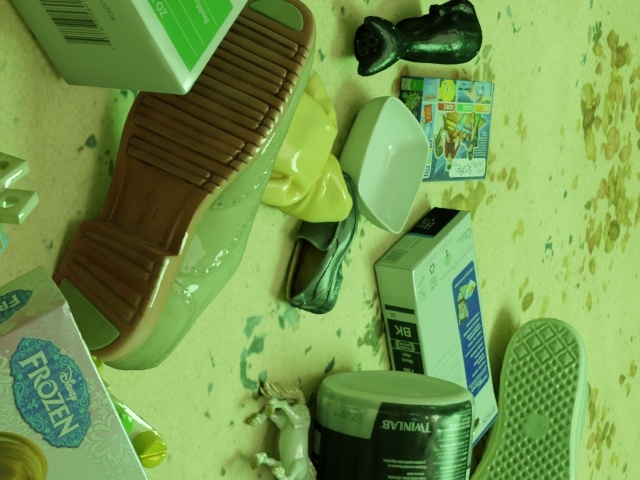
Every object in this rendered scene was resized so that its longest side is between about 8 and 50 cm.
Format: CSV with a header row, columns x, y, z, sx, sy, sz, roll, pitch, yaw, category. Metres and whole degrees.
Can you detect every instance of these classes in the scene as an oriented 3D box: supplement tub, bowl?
x,y,z,sx,sy,sz,roll,pitch,yaw,category
0.079,0.326,1.916,0.193,0.193,0.316,-5,102,-58,supplement tub
0.070,-0.094,1.930,0.142,0.053,0.142,46,60,-53,bowl

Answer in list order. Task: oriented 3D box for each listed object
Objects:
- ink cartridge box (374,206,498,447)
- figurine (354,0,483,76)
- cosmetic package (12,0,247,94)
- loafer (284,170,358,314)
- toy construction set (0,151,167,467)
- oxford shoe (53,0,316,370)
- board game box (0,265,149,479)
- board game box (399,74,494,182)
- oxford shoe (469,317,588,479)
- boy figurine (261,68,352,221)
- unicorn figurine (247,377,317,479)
x,y,z,sx,sy,sz,roll,pitch,yaw,category
0.159,0.138,2.120,0.165,0.065,0.333,-42,130,-46,ink cartridge box
0.107,-0.309,1.912,0.209,0.092,0.215,-19,112,-51,figurine
-0.133,-0.330,1.451,0.365,0.155,0.197,-61,140,-28,cosmetic package
0.000,0.000,1.836,0.061,0.062,0.170,13,85,-54,loafer
-0.268,0.098,1.341,0.215,0.151,0.328,-29,116,-23,toy construction set
-0.118,-0.054,1.540,0.397,0.140,0.146,-57,153,-1,oxford shoe
-0.296,0.223,1.259,0.318,0.066,0.319,-29,128,-13,board game box
0.164,-0.144,2.084,0.201,0.035,0.136,-4,101,-58,board game box
0.301,0.337,2.323,0.130,0.169,0.449,51,51,-74,oxford shoe
-0.043,-0.117,1.708,0.285,0.092,0.177,50,55,-51,boy figurine
-0.038,0.244,1.832,0.111,0.060,0.162,14,88,-55,unicorn figurine
